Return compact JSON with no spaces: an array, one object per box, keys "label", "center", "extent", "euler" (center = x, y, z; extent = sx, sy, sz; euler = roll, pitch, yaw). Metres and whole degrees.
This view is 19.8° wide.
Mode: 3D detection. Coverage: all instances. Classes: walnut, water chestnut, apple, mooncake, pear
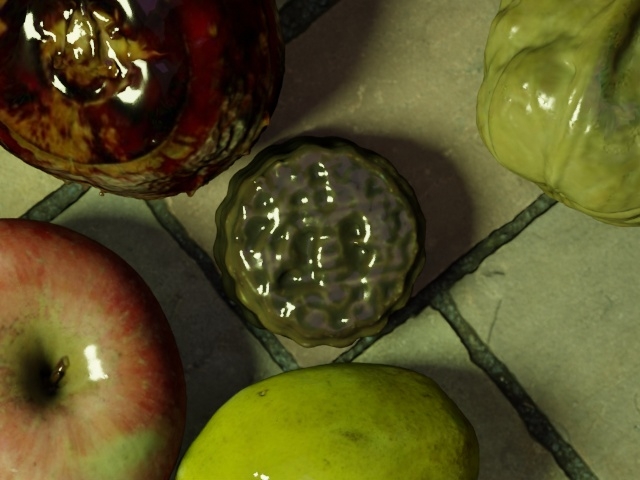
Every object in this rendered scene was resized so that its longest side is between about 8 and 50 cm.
[{"label":"walnut","center":[0.305,-0.160,1.917],"extent":[0.253,0.282,0.277],"euler":[37,75,-45]},{"label":"water chestnut","center":[-0.187,-0.213,1.847],"extent":[0.350,0.302,0.350],"euler":[6,119,12]},{"label":"apple","center":[-0.297,0.152,1.836],"extent":[0.344,0.269,0.345],"euler":[6,77,-25]},{"label":"mooncake","center":[0.000,0.000,1.937],"extent":[0.228,0.124,0.228],"euler":[0,91,-8]},{"label":"pear","center":[0.005,0.247,1.874],"extent":[0.307,0.253,0.253],"euler":[-23,93,-23]}]
